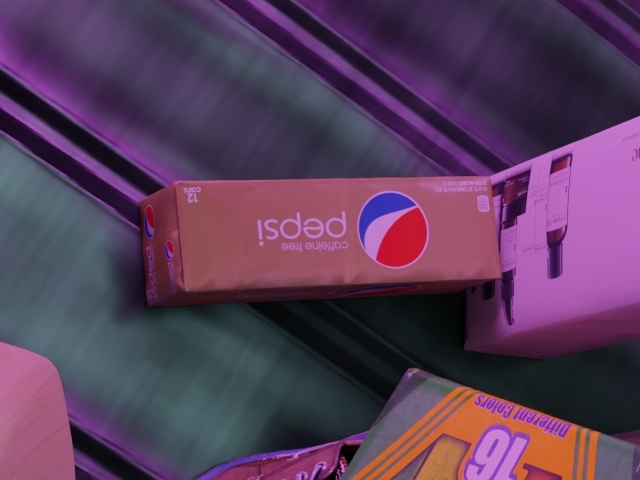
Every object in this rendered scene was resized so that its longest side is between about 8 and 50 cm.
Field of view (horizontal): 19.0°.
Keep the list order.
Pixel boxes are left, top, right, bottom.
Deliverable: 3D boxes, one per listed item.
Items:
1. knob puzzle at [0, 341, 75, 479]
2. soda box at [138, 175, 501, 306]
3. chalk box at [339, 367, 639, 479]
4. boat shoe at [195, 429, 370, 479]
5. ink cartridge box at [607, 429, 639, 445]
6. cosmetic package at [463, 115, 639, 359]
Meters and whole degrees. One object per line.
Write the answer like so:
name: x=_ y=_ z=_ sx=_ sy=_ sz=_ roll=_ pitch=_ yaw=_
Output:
knob puzzle: x=-0.201 y=0.122 z=0.899 sx=0.213 sy=0.030 sz=0.213 roll=0 pitch=90 yaw=-16
soda box: x=0.000 y=0.000 z=1.005 sx=0.181 sy=0.061 sz=0.058 roll=-2 pitch=82 yaw=-24
chalk box: x=0.070 y=0.238 z=0.889 sx=0.179 sy=0.180 sz=0.289 roll=44 pitch=71 yaw=-36
boat shoe: x=-0.003 y=0.131 z=0.975 sx=0.183 sy=0.066 sz=0.066 roll=-21 pitch=87 yaw=-27
ink cartridge box: x=0.295 y=0.238 z=1.053 sx=0.223 sy=0.129 sz=0.307 roll=-6 pitch=83 yaw=-25
cosmetic package: x=0.153 y=-0.002 z=0.975 sx=0.060 sy=0.239 sz=0.098 roll=6 pitch=77 yaw=-24
